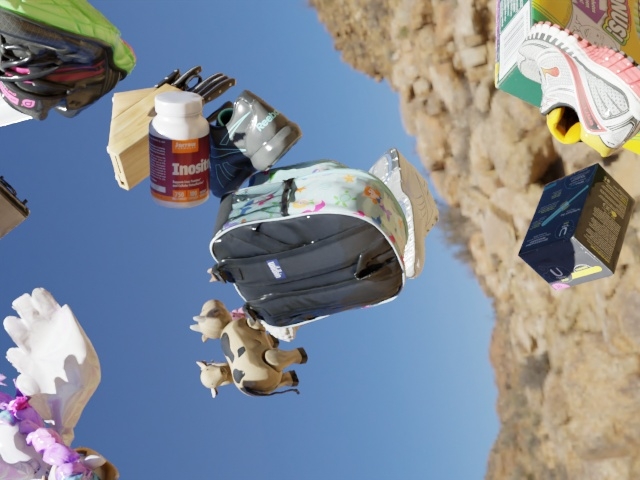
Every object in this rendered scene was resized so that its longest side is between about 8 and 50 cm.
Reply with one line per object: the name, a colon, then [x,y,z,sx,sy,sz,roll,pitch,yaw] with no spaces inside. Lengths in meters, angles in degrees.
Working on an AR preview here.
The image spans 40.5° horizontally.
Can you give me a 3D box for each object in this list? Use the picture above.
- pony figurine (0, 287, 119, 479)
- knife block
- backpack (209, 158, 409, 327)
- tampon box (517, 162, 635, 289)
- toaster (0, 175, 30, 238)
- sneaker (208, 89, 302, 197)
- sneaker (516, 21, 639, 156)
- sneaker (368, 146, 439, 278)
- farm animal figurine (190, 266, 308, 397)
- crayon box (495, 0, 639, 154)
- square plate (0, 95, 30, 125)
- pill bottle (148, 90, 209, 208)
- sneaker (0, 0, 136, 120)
pony figurine: [-0.421,0.294,1.243,0.351,0.363,0.303,47,-127,5]
knife block: [-0.276,-0.230,1.675,0.276,0.242,0.088,-99,1,-47]
backpack: [0.000,0.000,1.241,0.225,0.253,0.191,59,-147,-37]
tampon box: [0.416,-0.020,1.401,0.101,0.120,0.161,39,-122,-18]
toaster: [-0.496,-0.086,1.131,0.168,0.110,0.186,37,167,28]
sneaker: [-0.119,-0.145,1.291,0.106,0.267,0.101,46,-120,-10]
sneaker: [0.244,-0.151,0.857,0.088,0.093,0.225,32,-167,-21]
sneaker: [0.172,-0.048,1.625,0.129,0.111,0.297,27,-137,-28]
farm animal figurine: [-0.163,0.201,1.699,0.327,0.172,0.330,41,130,50]
crayon box: [0.445,-0.340,1.413,0.106,0.313,0.363,129,157,-50]
square plate: [-0.771,-0.419,1.979,0.049,0.344,0.347,27,-126,-66]
pill bottle: [-0.200,-0.129,1.227,0.086,0.086,0.152,-66,-19,-64]
sneaker: [-0.423,-0.286,1.353,0.185,0.202,0.483,36,178,6]
